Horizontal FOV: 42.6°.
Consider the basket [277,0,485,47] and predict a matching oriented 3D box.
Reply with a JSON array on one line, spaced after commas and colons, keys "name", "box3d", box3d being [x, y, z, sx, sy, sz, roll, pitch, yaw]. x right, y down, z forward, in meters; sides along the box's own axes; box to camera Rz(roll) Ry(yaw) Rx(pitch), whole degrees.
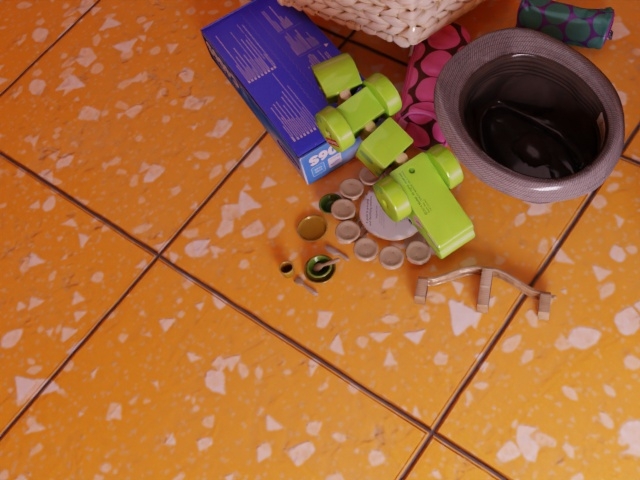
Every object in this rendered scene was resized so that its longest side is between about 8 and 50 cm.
[{"name": "basket", "box3d": [0.122, -0.518, 1.291, 0.328, 0.266, 0.331, 29, 53, 33]}]

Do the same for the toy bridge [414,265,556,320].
[{"name": "toy bridge", "box3d": [0.226, 0.067, 1.122, 0.188, 0.026, 0.063, 6, 60, 15]}]

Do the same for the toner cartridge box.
[{"name": "toner cartridge box", "box3d": [-0.045, -0.262, 1.344, 0.165, 0.075, 0.348, -31, 59, -7]}]

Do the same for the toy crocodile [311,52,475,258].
[{"name": "toy crocodile", "box3d": [0.096, -0.125, 1.173, 0.115, 0.105, 0.340, -37, 84, -10]}]

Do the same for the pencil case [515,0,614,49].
[{"name": "pencil case", "box3d": [0.390, -0.352, 1.311, 0.151, 0.064, 0.070, 19, 81, 21]}]

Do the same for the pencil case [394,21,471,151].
[{"name": "pencil case", "box3d": [0.171, -0.243, 1.280, 0.098, 0.095, 0.209, 23, 59, -16]}]

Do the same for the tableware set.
[{"name": "tableware set", "box3d": [0.000, 0.000, 1.210, 0.104, 0.024, 0.154, 33, 71, 27]}]

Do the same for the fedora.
[{"name": "fedora", "box3d": [0.296, -0.158, 1.180, 0.243, 0.124, 0.275, -41, 69, -11]}]

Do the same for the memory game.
[{"name": "memory game", "box3d": [0.106, -0.039, 1.203, 0.186, 0.012, 0.186, -1, 60, 1]}]
